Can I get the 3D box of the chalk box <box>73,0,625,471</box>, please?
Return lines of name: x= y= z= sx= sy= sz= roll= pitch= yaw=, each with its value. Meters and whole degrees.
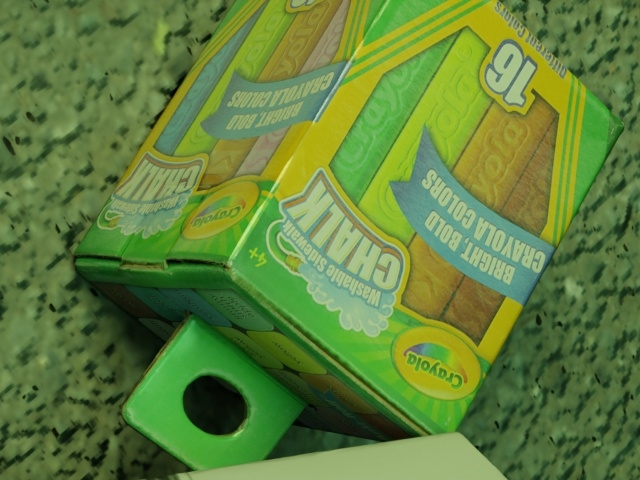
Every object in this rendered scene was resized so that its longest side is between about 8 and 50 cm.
chalk box: x=0.000 y=0.000 z=0.815 sx=0.132 sy=0.132 sz=0.213 roll=40 pitch=69 yaw=-28

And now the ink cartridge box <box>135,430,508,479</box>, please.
ink cartridge box: x=-0.067 y=0.209 z=0.705 sx=0.307 sy=0.129 sz=0.223 roll=-6 pitch=115 yaw=-22
